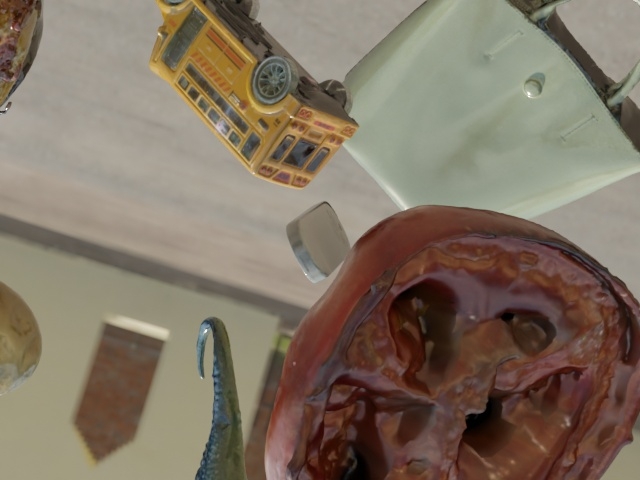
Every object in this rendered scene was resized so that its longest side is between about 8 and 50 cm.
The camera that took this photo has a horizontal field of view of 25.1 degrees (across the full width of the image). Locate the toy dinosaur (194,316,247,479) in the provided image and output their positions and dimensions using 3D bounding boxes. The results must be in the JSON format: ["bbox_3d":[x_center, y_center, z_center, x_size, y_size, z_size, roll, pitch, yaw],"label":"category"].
[{"bbox_3d":[-0.064,0.234,1.031,0.147,0.363,0.076,0,168,31],"label":"toy dinosaur"}]

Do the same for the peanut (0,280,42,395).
[{"bbox_3d":[-0.496,0.115,1.563,0.387,0.192,0.169,4,-177,-26],"label":"peanut"}]

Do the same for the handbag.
[{"bbox_3d":[0.165,-0.122,1.262,0.241,0.109,0.315,46,141,-13],"label":"handbag"}]

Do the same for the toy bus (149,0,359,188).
[{"bbox_3d":[-0.052,-0.106,0.900,0.069,0.074,0.162,14,-152,-52],"label":"toy bus"}]

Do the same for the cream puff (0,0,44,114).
[{"bbox_3d":[-0.330,-0.196,1.151,0.240,0.240,0.164,14,-172,19],"label":"cream puff"}]

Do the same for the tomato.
[{"bbox_3d":[0.060,0.078,0.759,0.228,0.228,0.101,23,-173,-39],"label":"tomato"}]

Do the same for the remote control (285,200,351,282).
[{"bbox_3d":[0.000,0.000,1.709,0.022,0.077,0.245,-25,-176,11],"label":"remote control"}]
